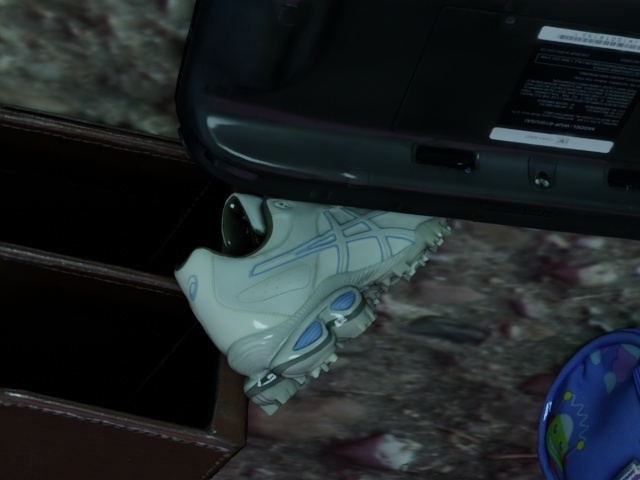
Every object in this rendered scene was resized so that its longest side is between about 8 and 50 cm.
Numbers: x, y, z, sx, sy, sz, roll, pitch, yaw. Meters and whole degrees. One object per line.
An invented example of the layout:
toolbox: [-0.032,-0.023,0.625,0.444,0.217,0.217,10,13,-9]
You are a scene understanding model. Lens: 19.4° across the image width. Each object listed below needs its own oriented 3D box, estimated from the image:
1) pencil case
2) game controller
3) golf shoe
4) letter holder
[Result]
pencil case: [0.278,0.133,1.094,0.306,0.119,0.133,15,141,-25]
game controller: [0.101,-0.064,0.795,0.319,0.067,0.166,6,138,-11]
golf shoe: [0.000,0.000,0.852,0.086,0.176,0.069,46,125,1]
letter holder: [-0.181,0.066,0.948,0.214,0.152,0.302,13,151,-18]
